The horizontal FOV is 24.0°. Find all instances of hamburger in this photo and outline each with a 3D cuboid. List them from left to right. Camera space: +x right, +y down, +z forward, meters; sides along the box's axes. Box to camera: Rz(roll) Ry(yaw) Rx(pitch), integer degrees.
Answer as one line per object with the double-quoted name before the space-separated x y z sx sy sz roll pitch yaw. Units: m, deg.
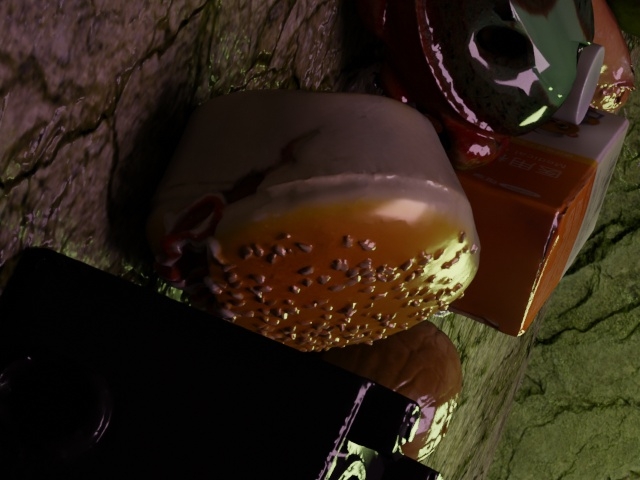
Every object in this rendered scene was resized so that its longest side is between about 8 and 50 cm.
"hamburger" 0.000 0.000 1.082 0.295 0.227 0.151 59 29 -66

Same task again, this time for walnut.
"walnut" 0.064 0.161 1.583 0.207 0.167 0.167 -39 145 -58

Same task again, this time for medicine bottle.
"medicine bottle" 0.191 -0.186 1.550 0.086 0.183 0.086 20 90 -74

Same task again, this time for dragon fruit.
"dragon fruit" 0.150 -0.202 1.367 0.295 0.130 0.268 49 51 -44

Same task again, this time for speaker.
"speaker" -0.077 0.151 0.937 0.184 0.254 0.232 -64 162 -16

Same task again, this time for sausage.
"sausage" 0.273 -0.274 1.698 0.094 0.094 0.419 -63 143 -18

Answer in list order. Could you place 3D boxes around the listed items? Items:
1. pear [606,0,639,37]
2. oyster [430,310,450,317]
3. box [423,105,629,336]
"pear" 0.436 -0.401 1.810 0.413 0.352 0.352 -89 -175 -53
"oyster" 0.105 0.018 1.629 0.252 0.199 0.087 -8 120 -36
"box" 0.161 -0.053 1.532 0.341 0.225 0.143 -40 147 -61
